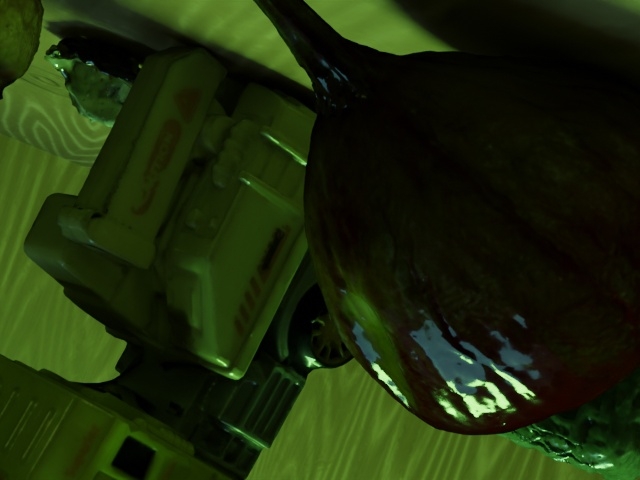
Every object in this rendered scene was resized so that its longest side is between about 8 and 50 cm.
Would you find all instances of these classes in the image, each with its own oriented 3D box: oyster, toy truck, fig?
[{"bbox_3d":[-0.172,-0.129,1.183,0.105,0.056,0.177,36,170,-24],"label":"oyster"},{"bbox_3d":[-0.112,0.066,1.056,0.254,0.405,0.181,37,167,-38],"label":"toy truck"},{"bbox_3d":[0.033,-0.024,0.663,0.290,0.190,0.191,21,176,-14],"label":"fig"}]

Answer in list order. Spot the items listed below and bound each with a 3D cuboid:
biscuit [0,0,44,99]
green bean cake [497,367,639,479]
[{"bbox_3d":[-0.312,-0.178,0.900,0.296,0.102,0.296,17,176,1],"label":"biscuit"},{"bbox_3d":[0.222,0.100,1.263,0.183,0.185,0.094,19,175,37],"label":"green bean cake"}]
